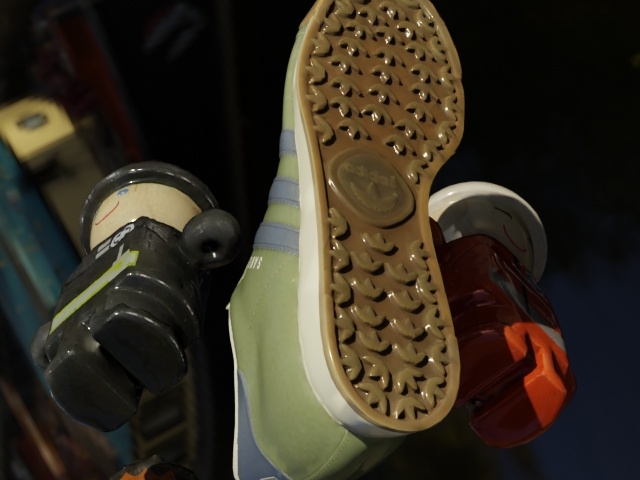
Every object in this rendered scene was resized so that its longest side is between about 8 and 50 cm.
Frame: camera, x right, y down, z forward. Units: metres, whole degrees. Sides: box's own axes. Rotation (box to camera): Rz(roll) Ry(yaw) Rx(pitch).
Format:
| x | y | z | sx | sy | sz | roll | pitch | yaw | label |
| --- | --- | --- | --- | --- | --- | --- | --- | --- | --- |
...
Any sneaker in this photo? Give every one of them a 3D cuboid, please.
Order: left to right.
| x | y | z | sx | sy | sz | roll | pitch | yaw | label |
| --- | --- | --- | --- | --- | --- | --- | --- | --- | --- |
| 0.000 | 0.000 | 0.579 | 0.086 | 0.064 | 0.192 | -48 | 29 | 42 | sneaker |

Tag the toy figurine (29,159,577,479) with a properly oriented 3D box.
| x | y | z | sx | sy | sz | roll | pitch | yaw | label |
| --- | --- | --- | --- | --- | --- | --- | --- | --- | --- |
| -0.007 | 0.079 | 0.706 | 0.148 | 0.213 | 0.209 | -90 | 1 | -65 | toy figurine |
